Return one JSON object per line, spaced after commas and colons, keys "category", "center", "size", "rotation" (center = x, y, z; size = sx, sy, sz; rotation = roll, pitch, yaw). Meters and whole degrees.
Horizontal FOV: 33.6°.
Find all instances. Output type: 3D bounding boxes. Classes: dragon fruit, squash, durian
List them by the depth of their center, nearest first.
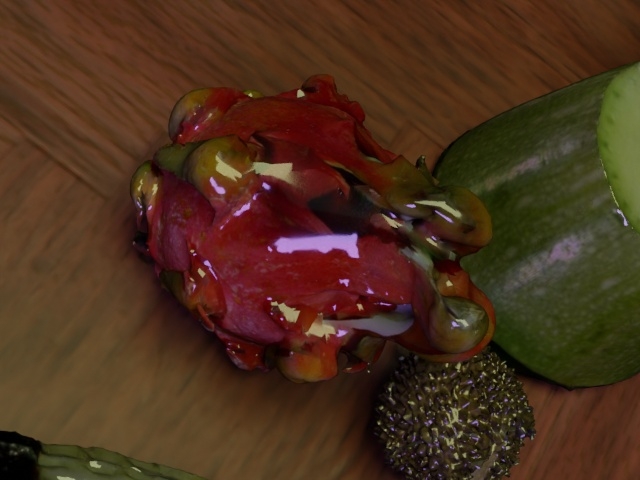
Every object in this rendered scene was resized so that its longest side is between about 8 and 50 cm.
{"category": "dragon fruit", "center": [0.000, 0.000, 0.484], "size": [0.133, 0.208, 0.150], "rotation": [-44, 135, -16]}
{"category": "durian", "center": [0.062, 0.081, 0.516], "size": [0.080, 0.080, 0.091], "rotation": [-15, 61, -26]}
{"category": "squash", "center": [0.155, -0.013, 0.564], "size": [0.170, 0.123, 0.170], "rotation": [11, 65, -24]}

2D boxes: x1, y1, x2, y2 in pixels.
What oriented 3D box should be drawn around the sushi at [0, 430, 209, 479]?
{"category": "sushi", "center": [-0.132, 0.125, 0.406], "size": [0.273, 0.134, 0.109], "rotation": [14, 49, 2]}
